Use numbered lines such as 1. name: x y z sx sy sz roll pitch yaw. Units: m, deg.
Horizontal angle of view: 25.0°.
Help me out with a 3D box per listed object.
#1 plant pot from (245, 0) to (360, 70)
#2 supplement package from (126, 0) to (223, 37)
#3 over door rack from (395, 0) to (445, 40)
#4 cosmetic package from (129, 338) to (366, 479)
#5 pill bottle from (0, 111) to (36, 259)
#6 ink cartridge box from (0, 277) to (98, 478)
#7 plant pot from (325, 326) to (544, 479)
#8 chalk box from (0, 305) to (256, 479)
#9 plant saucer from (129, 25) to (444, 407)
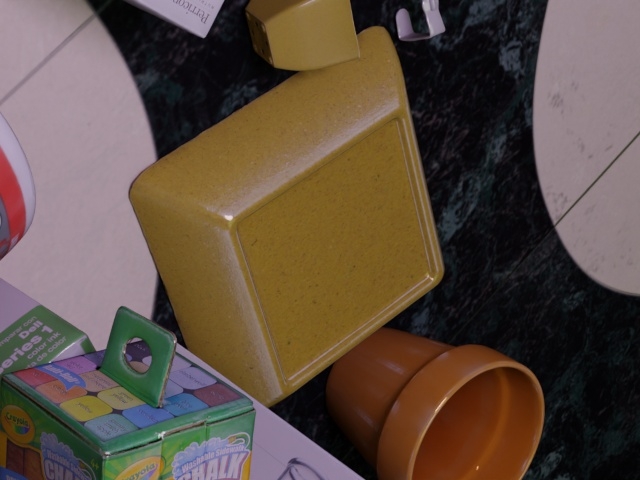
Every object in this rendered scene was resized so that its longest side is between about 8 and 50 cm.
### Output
1. plant pot: -0.023 -0.205 1.360 0.083 0.081 0.081 -25 127 -16
2. supplement package: -0.120 -0.313 1.173 0.139 0.134 0.244 23 95 -46
3. over door rack: 0.188 -0.375 1.439 0.239 0.108 0.324 -26 127 -30
4. cosmetic package: -0.124 0.274 1.298 0.284 0.377 0.097 -48 136 -13
5. pill bottle: -0.388 0.026 0.998 0.363 0.210 0.210 -48 137 -33
6. ink cartridge box: -0.267 0.125 1.166 0.117 0.278 0.201 -42 133 -22
7. plant pot: 0.111 0.191 1.604 0.205 0.188 0.205 -20 123 -34
8. chalk box: -0.137 0.155 1.006 0.132 0.132 0.213 -13 117 -40
9. plant saucer: 0.000 0.000 1.484 0.333 0.081 0.333 -35 131 -24
